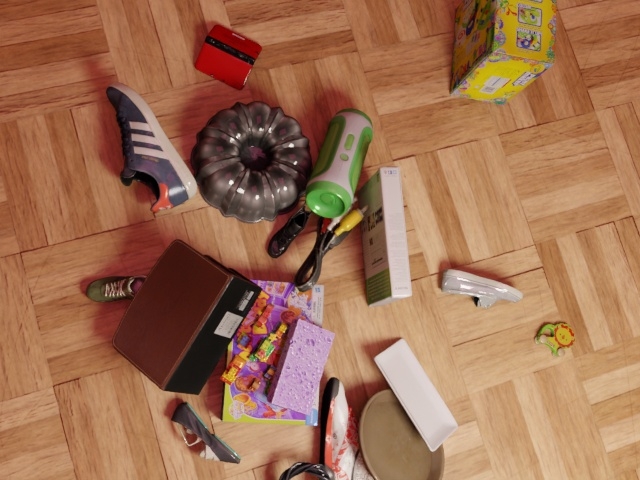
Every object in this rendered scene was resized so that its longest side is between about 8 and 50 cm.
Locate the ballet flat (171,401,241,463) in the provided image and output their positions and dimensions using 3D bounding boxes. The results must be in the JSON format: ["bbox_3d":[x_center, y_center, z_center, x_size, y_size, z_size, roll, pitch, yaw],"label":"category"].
[{"bbox_3d":[-0.282,0.478,1.721,0.203,0.074,0.074,44,74,6],"label":"ballet flat"}]

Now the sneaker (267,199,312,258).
[{"bbox_3d":[-0.075,-0.031,1.852,0.051,0.089,0.170,38,74,-2],"label":"sneaker"}]

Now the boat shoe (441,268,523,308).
[{"bbox_3d":[0.432,0.141,1.938,0.227,0.079,0.081,16,86,-3],"label":"boat shoe"}]

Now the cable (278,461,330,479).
[{"bbox_3d":[-0.038,0.614,1.718,0.150,0.047,0.185,32,104,6],"label":"cable"}]

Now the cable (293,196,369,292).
[{"bbox_3d":[0.000,0.000,1.825,0.287,0.139,0.072,-49,131,-25],"label":"cable"}]

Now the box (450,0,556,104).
[{"bbox_3d":[0.496,-0.567,1.971,0.176,0.290,0.279,8,79,-10],"label":"box"}]

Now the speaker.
[{"bbox_3d":[0.051,-0.202,1.850,0.131,0.131,0.297,23,54,-7],"label":"speaker"}]

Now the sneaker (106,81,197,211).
[{"bbox_3d":[-0.459,-0.228,1.787,0.148,0.131,0.350,-34,88,-20],"label":"sneaker"}]

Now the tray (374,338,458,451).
[{"bbox_3d":[0.239,0.394,1.833,0.145,0.030,0.270,-22,77,-50],"label":"tray"}]

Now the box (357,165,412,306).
[{"bbox_3d":[0.159,-0.002,1.821,0.058,0.232,0.322,-1,80,-11],"label":"box"}]

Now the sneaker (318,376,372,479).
[{"bbox_3d":[0.077,0.479,1.787,0.144,0.090,0.270,5,82,-12],"label":"sneaker"}]

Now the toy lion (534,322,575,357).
[{"bbox_3d":[0.653,0.266,1.979,0.100,0.034,0.096,35,67,-3],"label":"toy lion"}]

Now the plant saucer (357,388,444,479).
[{"bbox_3d":[0.195,0.506,1.770,0.277,0.041,0.278,22,50,-29],"label":"plant saucer"}]

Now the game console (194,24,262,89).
[{"bbox_3d":[-0.249,-0.499,1.946,0.144,0.085,0.124,25,44,-7],"label":"game console"}]

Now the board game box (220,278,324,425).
[{"bbox_3d":[-0.119,0.278,1.788,0.233,0.078,0.347,5,78,-11],"label":"board game box"}]

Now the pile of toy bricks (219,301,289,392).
[{"bbox_3d":[-0.141,0.258,1.691,0.118,0.105,0.212,34,75,-4],"label":"pile of toy bricks"}]

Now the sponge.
[{"bbox_3d":[-0.046,0.304,1.720,0.117,0.031,0.210,27,72,-31],"label":"sponge"}]

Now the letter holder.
[{"bbox_3d":[-0.323,0.178,1.704,0.214,0.152,0.302,31,89,28],"label":"letter holder"}]

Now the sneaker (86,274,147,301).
[{"bbox_3d":[-0.473,0.112,1.742,0.192,0.086,0.064,-2,80,-12],"label":"sneaker"}]

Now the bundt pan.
[{"bbox_3d":[-0.170,-0.217,1.851,0.330,0.124,0.331,2,78,-11],"label":"bundt pan"}]
